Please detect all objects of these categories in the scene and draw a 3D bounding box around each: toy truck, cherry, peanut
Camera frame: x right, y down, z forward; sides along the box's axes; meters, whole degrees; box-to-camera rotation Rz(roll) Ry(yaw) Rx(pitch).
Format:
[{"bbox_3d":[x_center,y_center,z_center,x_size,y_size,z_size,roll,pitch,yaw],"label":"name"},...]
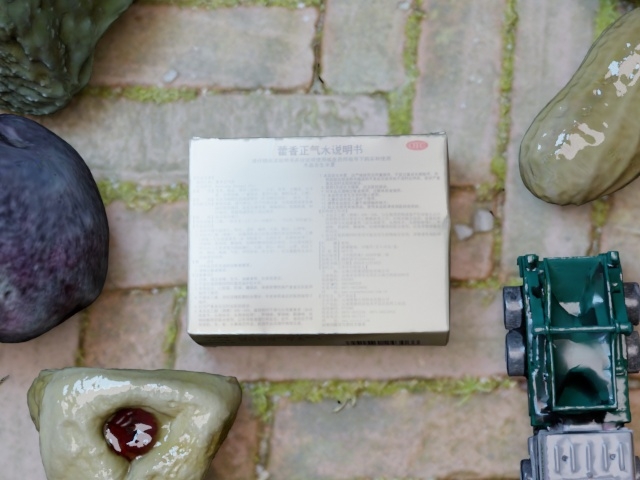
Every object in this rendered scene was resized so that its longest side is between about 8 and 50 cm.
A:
[{"bbox_3d":[0.202,0.111,1.333,0.110,0.116,0.216,-2,81,4],"label":"toy truck"},{"bbox_3d":[-0.259,-0.007,1.358,0.195,0.195,0.195,-1,81,5],"label":"cherry"},{"bbox_3d":[0.246,-0.115,1.380,0.098,0.090,0.214,36,86,3],"label":"peanut"}]

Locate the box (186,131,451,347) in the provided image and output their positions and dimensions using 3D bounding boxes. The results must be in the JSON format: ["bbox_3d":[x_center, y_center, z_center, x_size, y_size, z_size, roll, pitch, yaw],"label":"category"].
[{"bbox_3d":[0.000,0.000,1.380,0.212,0.095,0.168,0,82,4],"label":"box"}]

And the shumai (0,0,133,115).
[{"bbox_3d":[-0.277,-0.250,1.390,0.260,0.225,0.222,31,70,-29],"label":"shumai"}]

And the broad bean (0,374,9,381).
[{"bbox_3d":[-0.228,0.268,1.375,0.098,0.056,0.318,-30,78,0],"label":"broad bean"}]

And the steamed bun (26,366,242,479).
[{"bbox_3d":[-0.149,0.179,1.344,0.172,0.141,0.155,2,85,1],"label":"steamed bun"}]
